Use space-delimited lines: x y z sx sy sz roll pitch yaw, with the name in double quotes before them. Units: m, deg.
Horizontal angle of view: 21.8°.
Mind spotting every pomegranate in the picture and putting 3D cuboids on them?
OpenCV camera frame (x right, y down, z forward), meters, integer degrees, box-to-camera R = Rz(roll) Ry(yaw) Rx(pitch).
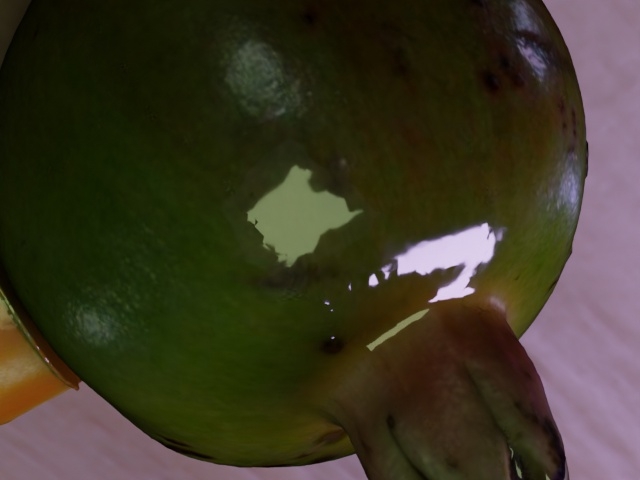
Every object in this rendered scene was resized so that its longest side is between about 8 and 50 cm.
"pomegranate" 0.000 0.000 0.466 0.180 0.209 0.180 -19 146 -13

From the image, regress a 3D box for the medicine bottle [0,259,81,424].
"medicine bottle" -0.178 0.047 0.509 0.192 0.096 0.096 -26 121 1
